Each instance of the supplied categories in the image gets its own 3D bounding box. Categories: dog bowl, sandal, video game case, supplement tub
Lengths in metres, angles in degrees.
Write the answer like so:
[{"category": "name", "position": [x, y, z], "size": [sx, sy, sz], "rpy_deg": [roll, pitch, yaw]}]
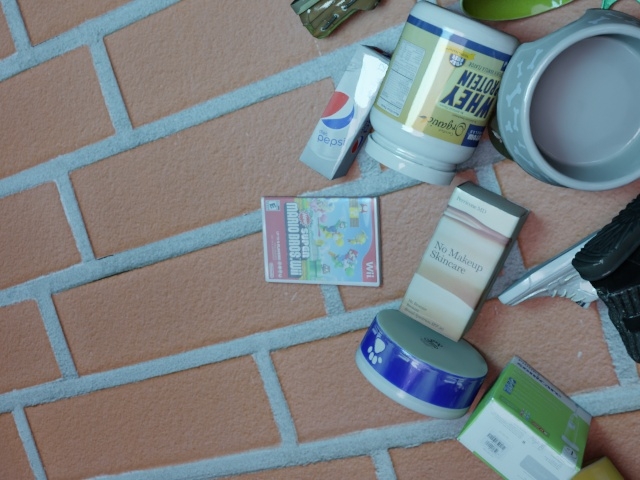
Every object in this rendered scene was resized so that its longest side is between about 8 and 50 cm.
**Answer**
[{"category": "dog bowl", "position": [0.511, -0.251, 1.570], "size": [0.348, 0.102, 0.349], "rpy_deg": [-1, 110, -3]}, {"category": "dog bowl", "position": [0.212, 0.255, 1.773], "size": [0.264, 0.265, 0.104], "rpy_deg": [30, 107, 14]}, {"category": "sandal", "position": [0.438, -0.194, 1.714], "size": [0.219, 0.060, 0.090], "rpy_deg": [24, 115, 1]}, {"category": "video game case", "position": [0.000, 0.000, 1.942], "size": [0.285, 0.025, 0.204], "rpy_deg": [1, 100, 22]}, {"category": "supplement tub", "position": [0.234, -0.290, 1.680], "size": [0.228, 0.228, 0.316], "rpy_deg": [27, 109, 15]}]

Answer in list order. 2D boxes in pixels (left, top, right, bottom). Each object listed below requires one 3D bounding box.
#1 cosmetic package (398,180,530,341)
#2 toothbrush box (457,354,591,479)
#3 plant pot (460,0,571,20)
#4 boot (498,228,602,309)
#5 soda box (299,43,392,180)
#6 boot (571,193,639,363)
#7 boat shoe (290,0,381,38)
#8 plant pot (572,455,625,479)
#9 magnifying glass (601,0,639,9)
[{"category": "cosmetic package", "position": [0.300, 0.042, 1.771], "size": [0.153, 0.129, 0.296], "rpy_deg": [27, 108, 17]}, {"category": "toothbrush box", "position": [0.418, 0.376, 1.702], "size": [0.206, 0.283, 0.122], "rpy_deg": [39, 113, 11]}, {"category": "plant pot", "position": [0.368, -0.606, 1.571], "size": [0.274, 0.274, 0.294], "rpy_deg": [-14, 79, 24]}, {"category": "boot", "position": [0.499, 0.093, 1.715], "size": [0.258, 0.095, 0.123], "rpy_deg": [-34, 87, 19]}, {"category": "soda box", "position": [0.068, -0.275, 1.823], "size": [0.091, 0.098, 0.286], "rpy_deg": [34, 111, 13]}, {"category": "boot", "position": [0.672, 0.044, 1.613], "size": [0.348, 0.131, 0.260], "rpy_deg": [-40, 102, 1]}, {"category": "boat shoe", "position": [0.088, -0.537, 1.770], "size": [0.307, 0.111, 0.104], "rpy_deg": [-26, 113, 27]}, {"category": "plant pot", "position": [0.566, 0.581, 1.718], "size": [0.254, 0.254, 0.239], "rpy_deg": [-32, 71, 24]}, {"category": "magnifying glass", "position": [0.567, -0.490, 1.622], "size": [0.092, 0.026, 0.231], "rpy_deg": [-16, 96, 24]}]
